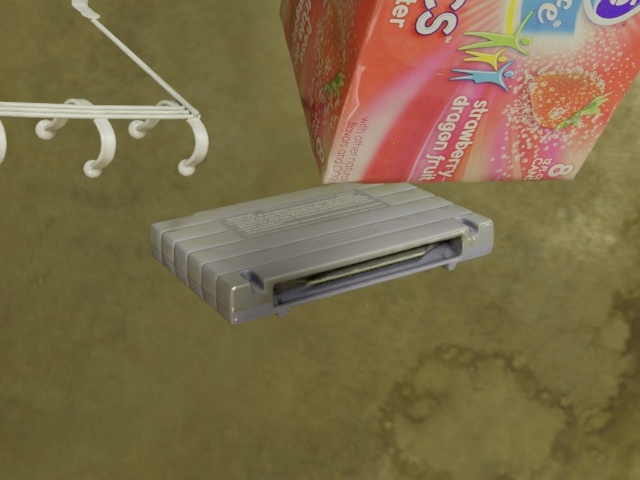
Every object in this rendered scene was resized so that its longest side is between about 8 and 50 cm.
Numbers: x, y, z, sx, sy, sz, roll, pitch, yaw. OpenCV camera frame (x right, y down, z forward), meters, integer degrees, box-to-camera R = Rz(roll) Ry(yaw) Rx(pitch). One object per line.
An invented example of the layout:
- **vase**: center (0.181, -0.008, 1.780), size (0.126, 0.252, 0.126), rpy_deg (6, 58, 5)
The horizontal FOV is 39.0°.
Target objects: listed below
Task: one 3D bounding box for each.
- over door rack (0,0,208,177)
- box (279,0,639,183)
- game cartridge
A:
- **over door rack**: center (-0.292, -0.178, 0.950), size (0.240, 0.324, 0.108), rpy_deg (-5, 139, -42)
- **box**: center (0.086, -0.173, 0.407), size (0.154, 0.142, 0.300), rpy_deg (-1, 142, -16)
- **game cartridge**: center (0.000, 0.000, 1.089), size (0.355, 0.230, 0.068), rpy_deg (-13, 111, -29)
